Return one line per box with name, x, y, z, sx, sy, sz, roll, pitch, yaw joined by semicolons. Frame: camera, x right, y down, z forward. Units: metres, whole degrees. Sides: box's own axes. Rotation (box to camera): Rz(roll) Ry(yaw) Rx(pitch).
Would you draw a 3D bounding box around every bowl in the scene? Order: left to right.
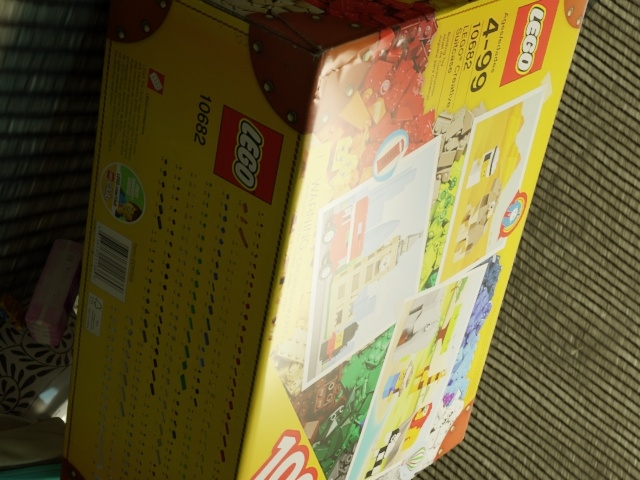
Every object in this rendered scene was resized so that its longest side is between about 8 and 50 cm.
bowl;-0.265;0.137;1.302;0.170;0.080;0.170;-49;170;-12

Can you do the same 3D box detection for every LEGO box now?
LEGO box;0.000;0.000;1.153;0.372;0.193;0.500;-26;137;-46

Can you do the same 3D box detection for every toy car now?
toy car;-0.301;0.094;1.176;0.040;0.060;0.122;53;48;-35

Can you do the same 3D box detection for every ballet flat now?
ballet flat;-0.317;0.188;1.186;0.248;0.086;0.086;0;136;-34

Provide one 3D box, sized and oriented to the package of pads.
package of pads;-0.228;0.044;1.205;0.050;0.032;0.083;108;-2;-65
